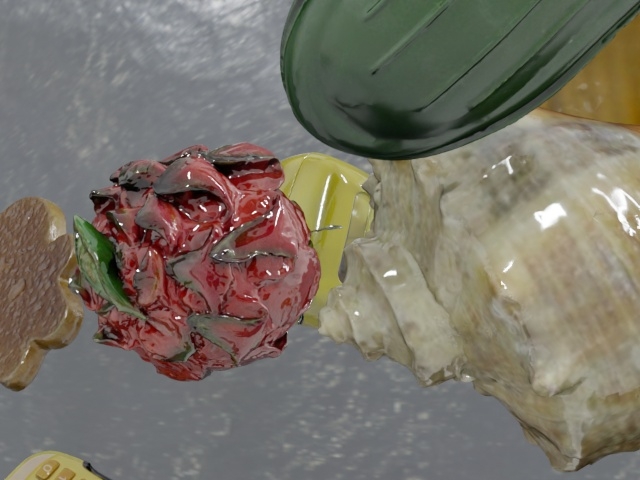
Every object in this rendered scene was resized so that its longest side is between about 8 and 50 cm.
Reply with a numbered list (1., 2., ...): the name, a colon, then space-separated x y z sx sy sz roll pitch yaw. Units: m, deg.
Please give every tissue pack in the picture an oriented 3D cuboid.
1. tissue pack: 0.000 0.000 1.601 0.123 0.127 0.178 25 71 -41

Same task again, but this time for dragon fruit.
1. dragon fruit: -0.090 0.008 1.401 0.293 0.234 0.233 -23 94 -40

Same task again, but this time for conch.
1. conch: 0.132 -0.059 0.751 0.352 0.210 0.297 -28 94 -32

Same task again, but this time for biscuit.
1. biscuit: -0.310 0.048 1.603 0.180 0.236 0.039 -43 133 19

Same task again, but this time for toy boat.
1. toy boat: 0.070 -0.105 0.527 0.104 0.052 0.210 36 111 -24

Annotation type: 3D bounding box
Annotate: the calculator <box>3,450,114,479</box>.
1. calculator: -0.216 0.288 1.384 0.236 0.033 0.157 30 60 18
